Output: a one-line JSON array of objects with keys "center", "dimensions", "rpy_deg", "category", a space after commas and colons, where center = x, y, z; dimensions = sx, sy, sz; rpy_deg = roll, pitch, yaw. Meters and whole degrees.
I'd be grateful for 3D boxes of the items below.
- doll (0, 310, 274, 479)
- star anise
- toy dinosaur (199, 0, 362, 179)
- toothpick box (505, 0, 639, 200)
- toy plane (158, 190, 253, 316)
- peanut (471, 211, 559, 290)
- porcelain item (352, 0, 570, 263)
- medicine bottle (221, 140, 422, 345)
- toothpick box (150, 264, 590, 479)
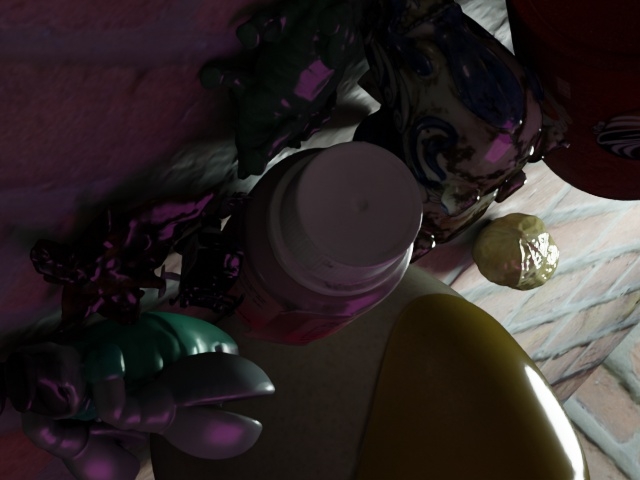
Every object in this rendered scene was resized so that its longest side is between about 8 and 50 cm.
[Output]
[{"center": [-0.174, 0.140, 1.368], "dimensions": [0.258, 0.153, 0.195], "rpy_deg": [-4, 173, -27], "category": "doll"}, {"center": [-0.149, 0.006, 1.241], "dimensions": [0.157, 0.053, 0.212], "rpy_deg": [-38, 159, -14], "category": "star anise"}, {"center": [-0.016, -0.140, 1.163], "dimensions": [0.120, 0.079, 0.292], "rpy_deg": [-39, 166, -32], "category": "toy dinosaur"}, {"center": [0.261, -0.175, 1.357], "dimensions": [0.204, 0.204, 0.333], "rpy_deg": [-42, 163, -3], "category": "toothpick box"}, {"center": [-0.093, 0.022, 1.301], "dimensions": [0.053, 0.078, 0.197], "rpy_deg": [10, 164, -13], "category": "toy plane"}, {"center": [0.255, 0.015, 2.081], "dimensions": [0.214, 0.090, 0.099], "rpy_deg": [20, 85, -72], "category": "peanut"}, {"center": [0.088, -0.100, 1.351], "dimensions": [0.138, 0.186, 0.288], "rpy_deg": [-34, 173, -13], "category": "porcelain item"}, {"center": [0.000, 0.000, 1.315], "dimensions": [0.147, 0.147, 0.247], "rpy_deg": [-37, 178, -20], "category": "medicine bottle"}, {"center": [0.063, 0.255, 1.653], "dimensions": [0.409, 0.425, 0.409], "rpy_deg": [-39, 162, -15], "category": "toothpick box"}]
